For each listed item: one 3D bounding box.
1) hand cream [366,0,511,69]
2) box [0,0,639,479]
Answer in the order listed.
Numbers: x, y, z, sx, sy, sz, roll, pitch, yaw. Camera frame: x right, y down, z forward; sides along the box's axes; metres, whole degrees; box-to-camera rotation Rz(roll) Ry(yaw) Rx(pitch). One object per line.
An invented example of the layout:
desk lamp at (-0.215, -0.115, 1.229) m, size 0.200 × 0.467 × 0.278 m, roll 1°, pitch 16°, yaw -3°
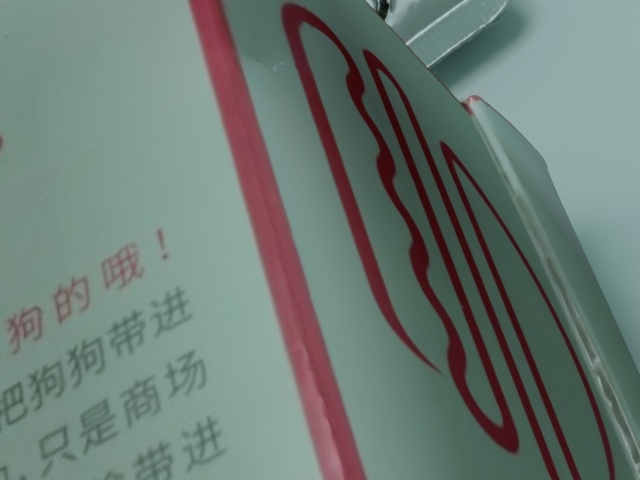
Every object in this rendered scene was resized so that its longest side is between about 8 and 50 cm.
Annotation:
hand cream at (0.000, -0.187, 0.899) m, size 0.139 × 0.089 × 0.314 m, roll -39°, pitch 49°, yaw 12°
box at (-0.058, 0.097, 0.523) m, size 0.314 × 0.300 × 0.312 m, roll -31°, pitch 52°, yaw 18°
